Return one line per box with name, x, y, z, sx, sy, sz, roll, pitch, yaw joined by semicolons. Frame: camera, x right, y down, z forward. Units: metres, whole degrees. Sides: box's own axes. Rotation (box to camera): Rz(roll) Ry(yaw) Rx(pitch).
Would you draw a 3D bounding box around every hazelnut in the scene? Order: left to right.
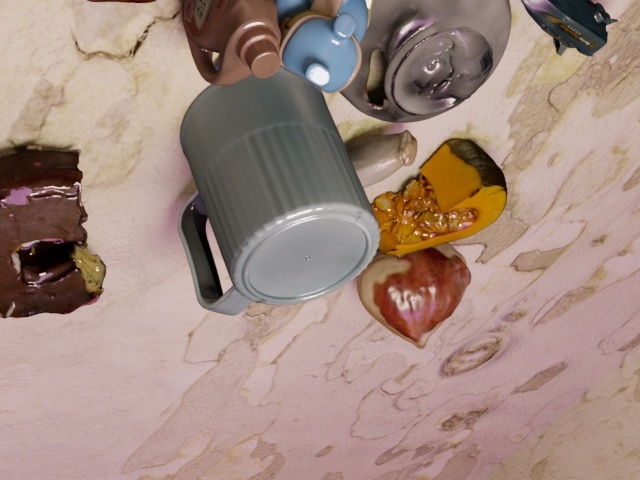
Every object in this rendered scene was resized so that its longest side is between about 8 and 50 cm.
hazelnut;0.200;0.119;1.767;0.261;0.241;0.261;-22;171;-4

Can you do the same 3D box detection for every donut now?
donut;-0.498;0.000;1.313;0.259;0.136;0.345;-11;142;-14

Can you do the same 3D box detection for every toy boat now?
toy boat;0.395;-0.386;1.347;0.246;0.092;0.103;14;151;-41

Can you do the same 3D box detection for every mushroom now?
mushroom;0.019;-0.106;1.482;0.351;0.109;0.097;-30;129;12

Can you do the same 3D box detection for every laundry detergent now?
laundry detergent;-0.120;-0.277;1.074;0.076;0.237;0.171;2;139;-32

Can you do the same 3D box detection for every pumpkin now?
pumpkin;0.234;-0.088;1.601;0.281;0.139;0.190;-15;148;-16

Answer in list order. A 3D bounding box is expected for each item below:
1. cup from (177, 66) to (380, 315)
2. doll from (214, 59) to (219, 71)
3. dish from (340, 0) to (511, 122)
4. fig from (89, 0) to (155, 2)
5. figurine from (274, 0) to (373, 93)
cup;-0.097;-0.069;1.291;0.331;0.311;0.256;-24;144;1
doll;-0.125;-0.292;1.232;0.037;0.027;0.125;9;134;-47
dish;0.180;-0.301;1.308;0.324;0.124;0.324;-15;143;-12
fig;-0.221;-0.387;0.965;0.230;0.143;0.160;-50;168;22
figurine;0.006;-0.305;1.098;0.154;0.262;0.180;1;115;-7
